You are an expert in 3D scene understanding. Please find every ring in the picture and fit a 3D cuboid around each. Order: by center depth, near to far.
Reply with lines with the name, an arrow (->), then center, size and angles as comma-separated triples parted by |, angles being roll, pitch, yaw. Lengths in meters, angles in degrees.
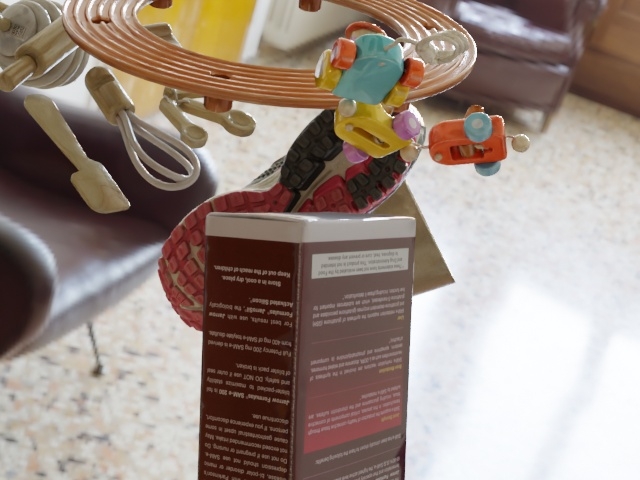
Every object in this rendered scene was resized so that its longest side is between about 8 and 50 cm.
ring -> -0.041, -0.166, 1.003 | 0.337, 0.032, 0.336 | 5, 28, -3

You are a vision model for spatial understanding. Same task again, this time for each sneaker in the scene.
sneaker -> -0.021, -0.018, 1.136 | 0.121, 0.299, 0.112 | 56, 17, 6

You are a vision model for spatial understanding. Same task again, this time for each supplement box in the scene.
supplement box -> -0.007, 0.103, 0.733 | 0.073, 0.239, 0.130 | 4, 3, 33

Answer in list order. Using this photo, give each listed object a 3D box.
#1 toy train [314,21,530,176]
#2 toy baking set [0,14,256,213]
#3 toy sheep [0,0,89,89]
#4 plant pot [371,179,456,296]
toy train -> 0.065, -0.097, 0.805 | 0.125, 0.166, 0.046 | -7, 61, 17
toy baking set -> -0.161, -0.121, 1.018 | 0.197, 0.030, 0.256 | 30, 38, 8
toy sheep -> -0.261, -0.182, 1.125 | 0.091, 0.091, 0.132 | 29, 8, 26
plant pot -> 0.000, 0.000, 1.620 | 0.274, 0.256, 0.256 | -26, 27, 4
